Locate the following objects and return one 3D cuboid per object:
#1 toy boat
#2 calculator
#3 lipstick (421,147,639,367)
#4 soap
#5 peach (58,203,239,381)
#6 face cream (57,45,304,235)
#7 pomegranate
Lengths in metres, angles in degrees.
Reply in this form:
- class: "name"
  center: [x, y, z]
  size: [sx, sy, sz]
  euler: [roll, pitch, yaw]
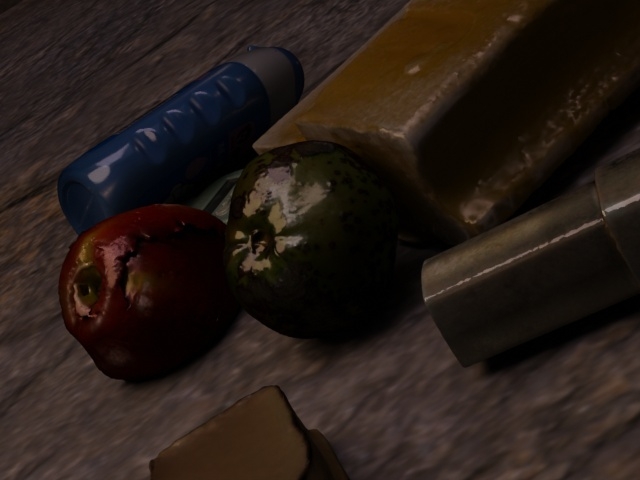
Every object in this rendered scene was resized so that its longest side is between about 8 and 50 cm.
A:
- class: "toy boat"
  center: [-0.039, 0.161, 0.972]
  size: [0.116, 0.061, 0.188]
  euler: [-31, 23, 1]
- class: "calculator"
  center: [-0.073, -0.035, 1.475]
  size: [0.153, 0.021, 0.095]
  euler: [-15, 27, 38]
- class: "lipstick"
  center: [0.185, -0.006, 1.011]
  size: [0.252, 0.079, 0.077]
  euler: [-24, 23, 16]
- class: "soap"
  center: [0.115, -0.126, 1.292]
  size: [0.281, 0.143, 0.259]
  euler: [-47, 24, -21]
- class: "peach"
  center: [-0.116, 0.034, 1.301]
  size: [0.172, 0.127, 0.092]
  euler: [-17, 0, -41]
- class: "face cream"
  center: [-0.119, -0.095, 1.555]
  size: [0.264, 0.083, 0.149]
  euler: [-38, -5, -27]
- class: "pomegranate"
  center: [-0.011, 0.001, 1.194]
  size: [0.125, 0.138, 0.163]
  euler: [-4, -3, -11]
